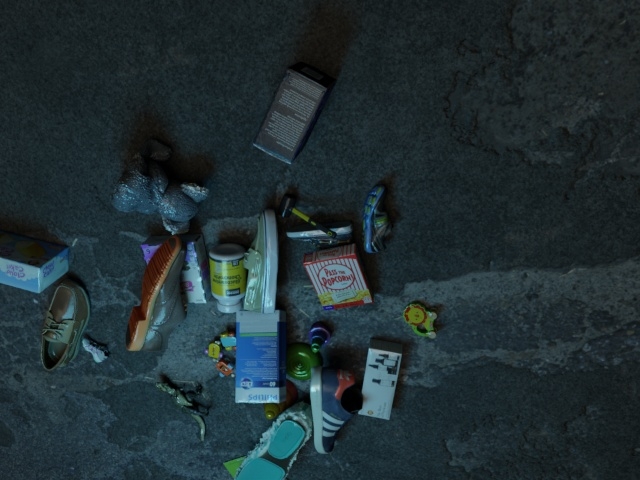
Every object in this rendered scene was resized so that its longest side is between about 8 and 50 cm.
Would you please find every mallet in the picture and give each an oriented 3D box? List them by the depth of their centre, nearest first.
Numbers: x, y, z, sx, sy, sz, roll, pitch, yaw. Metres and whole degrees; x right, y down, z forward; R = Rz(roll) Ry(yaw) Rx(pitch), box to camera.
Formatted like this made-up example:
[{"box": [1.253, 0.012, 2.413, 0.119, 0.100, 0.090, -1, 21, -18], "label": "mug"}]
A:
[{"box": [-0.038, -0.050, 1.542, 0.190, 0.039, 0.062, 40, 116, 22], "label": "mallet"}]

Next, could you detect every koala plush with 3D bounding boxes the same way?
[{"box": [-0.425, -0.122, 1.556, 0.221, 0.203, 0.196, 31, 115, -16], "label": "koala plush"}]

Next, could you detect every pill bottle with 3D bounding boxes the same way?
[{"box": [-0.261, 0.108, 1.652, 0.103, 0.103, 0.184, 5, 113, 9], "label": "pill bottle"}]

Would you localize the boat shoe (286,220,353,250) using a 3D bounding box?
[{"box": [0.000, 0.000, 1.577, 0.184, 0.065, 0.083, -3, 112, 12], "label": "boat shoe"}]

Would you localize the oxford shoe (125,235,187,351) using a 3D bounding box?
[{"box": [-0.434, 0.154, 1.639, 0.133, 0.130, 0.363, 15, 111, -31], "label": "oxford shoe"}]

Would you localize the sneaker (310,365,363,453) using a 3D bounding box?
[{"box": [0.053, 0.514, 1.724, 0.148, 0.131, 0.350, -2, 128, 3], "label": "sneaker"}]

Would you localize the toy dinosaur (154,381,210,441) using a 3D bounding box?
[{"box": [-0.421, 0.537, 1.886, 0.118, 0.064, 0.268, -26, 107, 26], "label": "toy dinosaur"}]

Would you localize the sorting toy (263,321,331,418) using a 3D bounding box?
[{"box": [-0.081, 0.408, 1.729, 0.127, 0.126, 0.365, 31, 115, -2], "label": "sorting toy"}]

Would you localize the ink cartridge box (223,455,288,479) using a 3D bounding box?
[{"box": [-0.205, 0.851, 1.951, 0.189, 0.097, 0.255, -24, 107, 19], "label": "ink cartridge box"}]

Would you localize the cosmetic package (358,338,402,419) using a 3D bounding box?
[{"box": [0.175, 0.412, 1.715, 0.099, 0.060, 0.239, 9, 113, 8], "label": "cosmetic package"}]

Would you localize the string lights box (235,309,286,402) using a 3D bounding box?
[{"box": [-0.171, 0.333, 1.675, 0.134, 0.077, 0.259, -2, 81, 13], "label": "string lights box"}]

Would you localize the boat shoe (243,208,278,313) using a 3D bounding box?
[{"box": [-0.165, 0.062, 1.590, 0.094, 0.109, 0.302, 1, 103, -7], "label": "boat shoe"}]

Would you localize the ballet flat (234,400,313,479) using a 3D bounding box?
[{"box": [-0.133, 0.658, 1.838, 0.147, 0.147, 0.409, 34, 117, -4], "label": "ballet flat"}]

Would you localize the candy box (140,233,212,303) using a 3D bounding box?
[{"box": [-0.412, 0.085, 1.689, 0.165, 0.070, 0.196, -3, 112, 12], "label": "candy box"}]

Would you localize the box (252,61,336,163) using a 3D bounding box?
[{"box": [-0.062, -0.313, 1.413, 0.108, 0.153, 0.207, 27, 116, -2], "label": "box"}]

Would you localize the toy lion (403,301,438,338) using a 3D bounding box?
[{"box": [0.281, 0.222, 1.635, 0.096, 0.034, 0.100, 4, 113, 17], "label": "toy lion"}]

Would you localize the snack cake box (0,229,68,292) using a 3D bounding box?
[{"box": [-0.913, 0.056, 1.730, 0.265, 0.152, 0.089, 14, 114, 5], "label": "snack cake box"}]

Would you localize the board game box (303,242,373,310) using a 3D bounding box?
[{"box": [0.052, 0.103, 1.589, 0.147, 0.045, 0.193, -12, 129, 15], "label": "board game box"}]

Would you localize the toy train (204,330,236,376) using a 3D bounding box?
[{"box": [-0.281, 0.341, 1.786, 0.125, 0.046, 0.166, 37, 117, -7], "label": "toy train"}]

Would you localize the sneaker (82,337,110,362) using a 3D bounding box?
[{"box": [-0.717, 0.345, 1.877, 0.069, 0.038, 0.098, -23, 115, 17], "label": "sneaker"}]

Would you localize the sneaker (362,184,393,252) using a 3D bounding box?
[{"box": [0.155, -0.057, 1.533, 0.078, 0.067, 0.188, -1, 112, -12], "label": "sneaker"}]

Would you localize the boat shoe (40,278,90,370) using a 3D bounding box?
[{"box": [-0.808, 0.274, 1.819, 0.123, 0.116, 0.324, 17, 114, 4], "label": "boat shoe"}]
